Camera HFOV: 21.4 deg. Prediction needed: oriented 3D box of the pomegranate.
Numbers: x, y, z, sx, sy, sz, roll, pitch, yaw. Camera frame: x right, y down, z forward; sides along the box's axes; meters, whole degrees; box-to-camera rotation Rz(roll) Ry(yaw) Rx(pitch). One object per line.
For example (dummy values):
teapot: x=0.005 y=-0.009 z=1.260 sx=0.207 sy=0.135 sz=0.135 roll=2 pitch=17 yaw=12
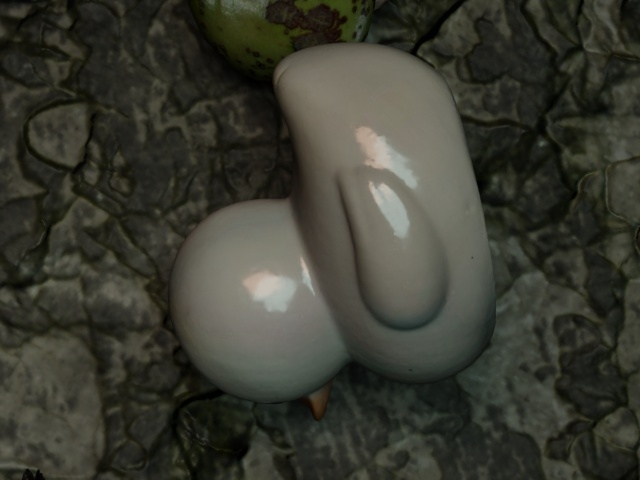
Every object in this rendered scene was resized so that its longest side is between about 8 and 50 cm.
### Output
pomegranate: x=-0.010 y=-0.182 z=1.144 sx=0.163 sy=0.126 sz=0.138 roll=-33 pitch=52 yaw=-22

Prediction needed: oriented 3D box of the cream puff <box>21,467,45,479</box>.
cream puff: x=-0.189 y=0.231 z=1.031 sx=0.183 sy=0.183 sz=0.169 roll=36 pitch=65 yaw=-1

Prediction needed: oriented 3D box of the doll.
doll: x=0.000 y=0.000 z=1.087 sx=0.221 sy=0.221 sz=0.251 roll=-12 pitch=115 yaw=-11
